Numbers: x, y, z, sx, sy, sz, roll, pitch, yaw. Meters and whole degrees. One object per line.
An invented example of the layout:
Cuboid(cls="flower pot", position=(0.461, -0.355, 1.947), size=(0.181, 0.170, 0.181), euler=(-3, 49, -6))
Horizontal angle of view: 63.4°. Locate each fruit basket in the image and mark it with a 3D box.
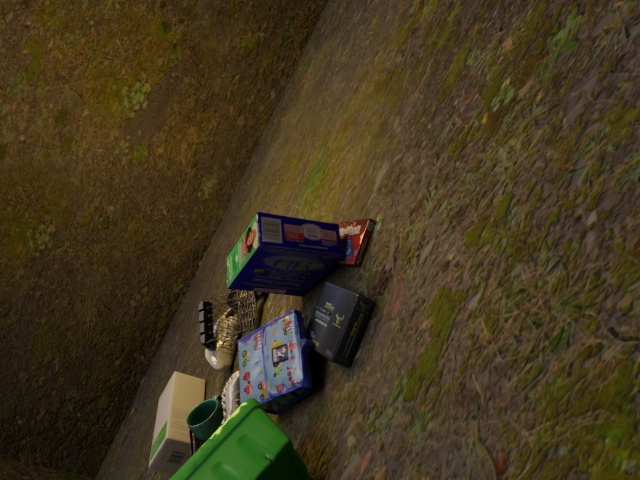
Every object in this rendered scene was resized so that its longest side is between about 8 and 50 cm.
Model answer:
Cuboid(cls="fruit basket", position=(-0.245, 0.591, 1.255), size=(0.392, 0.283, 0.392), euler=(-18, 26, 9))

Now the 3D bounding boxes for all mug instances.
Cuboid(cls="mug", position=(-0.400, 0.656, 1.903), size=(0.158, 0.097, 0.129), euler=(-36, 22, -23))

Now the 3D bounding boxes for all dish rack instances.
Cuboid(cls="dish rack", position=(-0.369, 0.304, 2.081), size=(0.271, 0.074, 0.208), euler=(-20, 60, 15))

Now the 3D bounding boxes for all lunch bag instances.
Cuboid(cls="lunch bag", position=(-0.108, 0.347, 1.484), size=(0.293, 0.138, 0.221), euler=(-40, 46, 41))

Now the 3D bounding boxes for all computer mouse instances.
Cuboid(cls="computer mouse", position=(-0.291, 0.213, 2.186), size=(0.272, 0.072, 0.188), euler=(-34, 38, 36))

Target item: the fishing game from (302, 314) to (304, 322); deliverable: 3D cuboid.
Cuboid(cls="fishing game", position=(-0.130, 0.349, 1.693), size=(0.264, 0.041, 0.189), euler=(-45, 32, 42))

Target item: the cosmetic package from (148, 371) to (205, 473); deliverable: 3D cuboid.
Cuboid(cls="cosmetic package", position=(-0.596, 0.761, 2.186), size=(0.197, 0.155, 0.365), euler=(-59, 24, 20))

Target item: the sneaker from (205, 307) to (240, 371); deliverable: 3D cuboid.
Cuboid(cls="sneaker", position=(-0.397, 0.402, 2.153), size=(0.152, 0.114, 0.305), euler=(-54, 24, 29))

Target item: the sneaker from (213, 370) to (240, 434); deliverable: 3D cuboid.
Cuboid(cls="sneaker", position=(-0.274, 0.581, 1.712), size=(0.118, 0.110, 0.292), euler=(-6, 70, 57))

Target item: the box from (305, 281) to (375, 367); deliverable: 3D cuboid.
Cuboid(cls="box", position=(0.042, 0.219, 1.401), size=(0.183, 0.059, 0.232), euler=(-67, 21, -4))

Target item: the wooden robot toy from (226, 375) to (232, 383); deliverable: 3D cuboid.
Cuboid(cls="wooden robot toy", position=(-0.294, 0.535, 1.843), size=(0.173, 0.076, 0.079), euler=(-56, 34, 24))

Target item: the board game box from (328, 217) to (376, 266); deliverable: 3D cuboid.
Cuboid(cls="board game box", position=(0.070, 0.009, 1.606), size=(0.281, 0.027, 0.145), euler=(-4, 63, 66))

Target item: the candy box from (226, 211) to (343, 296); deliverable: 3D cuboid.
Cuboid(cls="candy box", position=(-0.120, 0.054, 1.607), size=(0.317, 0.268, 0.122), euler=(-48, 41, 50))

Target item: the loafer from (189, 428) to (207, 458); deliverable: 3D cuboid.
Cuboid(cls="loafer", position=(-0.454, 0.819, 1.869), size=(0.109, 0.095, 0.302), euler=(-49, 27, 37))
